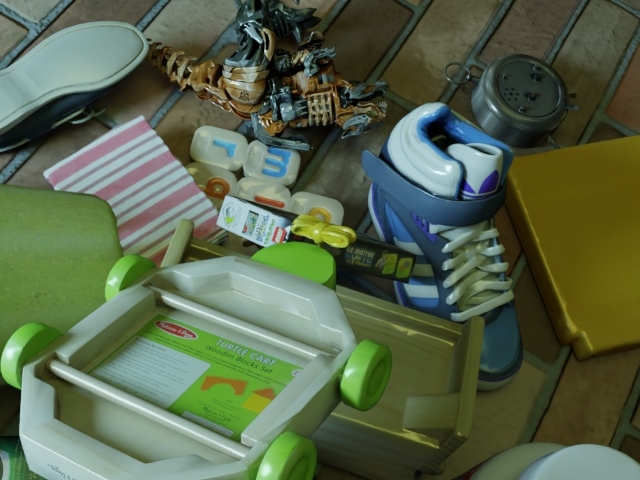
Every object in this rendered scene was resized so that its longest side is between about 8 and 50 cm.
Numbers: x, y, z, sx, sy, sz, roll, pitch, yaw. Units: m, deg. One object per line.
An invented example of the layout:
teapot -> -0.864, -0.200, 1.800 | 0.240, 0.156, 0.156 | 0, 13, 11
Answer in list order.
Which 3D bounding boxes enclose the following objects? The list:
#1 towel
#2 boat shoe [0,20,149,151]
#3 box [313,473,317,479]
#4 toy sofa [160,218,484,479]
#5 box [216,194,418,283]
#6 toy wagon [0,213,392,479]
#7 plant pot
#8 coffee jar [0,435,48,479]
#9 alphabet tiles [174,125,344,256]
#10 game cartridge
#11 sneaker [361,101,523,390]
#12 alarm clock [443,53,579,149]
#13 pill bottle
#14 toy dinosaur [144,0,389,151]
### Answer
towel -> -0.220, -0.044, 1.047 | 0.144, 0.029, 0.197 | -33, 74, -19
boat shoe -> -0.325, -0.183, 1.077 | 0.254, 0.079, 0.095 | -39, 80, -22
box -> -0.104, 0.251, 0.816 | 0.165, 0.270, 0.143 | -11, 68, -17
toy sofa -> -0.021, 0.130, 0.954 | 0.363, 0.177, 0.150 | 18, 54, -4
box -> 0.000, 0.000, 0.969 | 0.207, 0.114, 0.036 | 15, 96, -45
toy wagon -> -0.077, 0.087, 0.734 | 0.267, 0.068, 0.344 | 18, 37, 26
plant pot -> -0.342, 0.044, 0.887 | 0.254, 0.276, 0.276 | -3, 66, -26
coffee jar -> -0.313, 0.239, 0.884 | 0.185, 0.079, 0.096 | 4, 67, -11
alphabet tiles -> -0.119, -0.007, 1.072 | 0.278, 0.021, 0.284 | 14, 63, -3
game cartridge -> 0.426, -0.005, 1.177 | 0.324, 0.052, 0.285 | -11, 68, -14
sneaker -> 0.164, -0.002, 1.010 | 0.130, 0.236, 0.322 | -18, 70, -19
alarm clock -> 0.262, -0.206, 1.226 | 0.192, 0.064, 0.129 | 21, 63, 2
pill bottle -> 0.194, 0.293, 0.834 | 0.177, 0.318, 0.176 | 5, 64, -10
toy dinosaur -> -0.071, -0.229, 1.121 | 0.322, 0.164, 0.218 | 15, 78, -19
